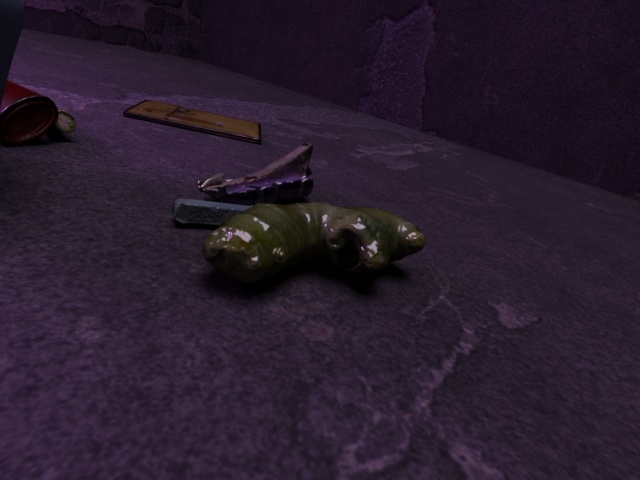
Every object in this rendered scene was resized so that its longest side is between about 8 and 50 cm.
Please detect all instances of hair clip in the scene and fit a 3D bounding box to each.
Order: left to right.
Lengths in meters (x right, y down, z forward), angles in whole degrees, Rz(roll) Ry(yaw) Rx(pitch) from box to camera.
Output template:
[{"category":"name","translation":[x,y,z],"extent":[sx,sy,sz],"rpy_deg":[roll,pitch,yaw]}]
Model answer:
[{"category":"hair clip","translation":[-0.085,-0.101,0.665],"extent":[0.106,0.085,0.292],"rpy_deg":[20,28,25]}]

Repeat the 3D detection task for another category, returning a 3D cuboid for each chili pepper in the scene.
[{"category":"chili pepper","translation":[-0.513,-0.235,0.735],"extent":[0.201,0.052,0.050],"rpy_deg":[26,25,23]}]

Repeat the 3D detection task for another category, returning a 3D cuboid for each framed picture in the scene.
[{"category":"framed picture","translation":[-0.330,-0.333,1.111],"extent":[0.337,0.014,0.255],"rpy_deg":[9,24,-13]}]

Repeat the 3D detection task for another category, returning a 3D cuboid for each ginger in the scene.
[{"category":"ginger","translation":[0.004,-0.002,0.482],"extent":[0.289,0.089,0.137],"rpy_deg":[4,34,-27]}]

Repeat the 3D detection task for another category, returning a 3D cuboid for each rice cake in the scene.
[{"category":"rice cake","translation":[-0.109,-0.035,0.557],"extent":[0.179,0.031,0.042],"rpy_deg":[3,19,-27]}]

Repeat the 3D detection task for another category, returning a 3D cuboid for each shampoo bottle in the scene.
[{"category":"shampoo bottle","translation":[-0.562,-0.236,0.678],"extent":[0.260,0.064,0.102],"rpy_deg":[25,58,23]}]

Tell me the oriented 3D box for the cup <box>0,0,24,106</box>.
[{"category":"cup","translation":[-0.493,-0.246,0.391],"extent":[0.331,0.311,0.256],"rpy_deg":[47,26,27]}]
